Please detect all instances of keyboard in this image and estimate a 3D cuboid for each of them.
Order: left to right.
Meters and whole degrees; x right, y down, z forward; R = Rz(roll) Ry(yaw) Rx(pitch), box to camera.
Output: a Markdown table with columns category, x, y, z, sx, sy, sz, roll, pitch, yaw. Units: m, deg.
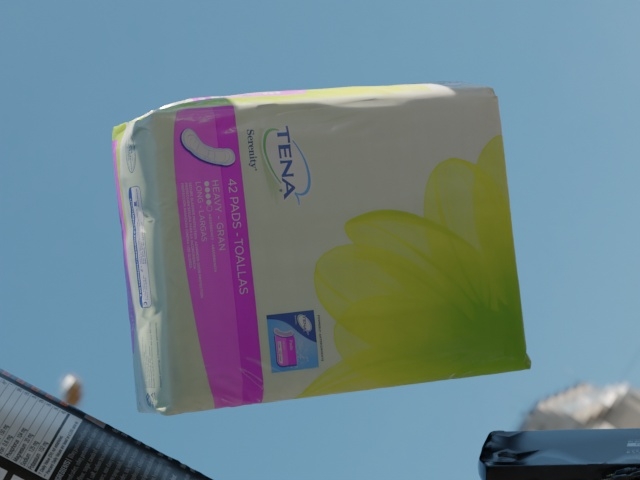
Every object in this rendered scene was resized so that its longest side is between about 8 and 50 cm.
| category | x | y | z | sx | sy | sz | roll | pitch | yaw |
| --- | --- | --- | --- | --- | --- | --- | --- | --- | --- |
| keyboard | 0.175 | 0.125 | 0.966 | 0.100 | 0.192 | 0.038 | -37 | -58 | -73 |

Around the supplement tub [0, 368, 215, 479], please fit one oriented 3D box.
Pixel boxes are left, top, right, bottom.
| category | x | y | z | sx | sy | sz | roll | pitch | yaw |
| --- | --- | --- | --- | --- | --- | --- | --- | --- | --- |
| supplement tub | -0.188 | 0.166 | 0.987 | 0.193 | 0.316 | 0.193 | -62 | 2 | 4 |

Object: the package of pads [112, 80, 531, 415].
| category | x | y | z | sx | sy | sz | roll | pitch | yaw |
| --- | --- | --- | --- | --- | --- | --- | --- | --- | --- |
| package of pads | 0.000 | 0.000 | 1.397 | 0.296 | 0.101 | 0.229 | -5 | -92 | -20 |
